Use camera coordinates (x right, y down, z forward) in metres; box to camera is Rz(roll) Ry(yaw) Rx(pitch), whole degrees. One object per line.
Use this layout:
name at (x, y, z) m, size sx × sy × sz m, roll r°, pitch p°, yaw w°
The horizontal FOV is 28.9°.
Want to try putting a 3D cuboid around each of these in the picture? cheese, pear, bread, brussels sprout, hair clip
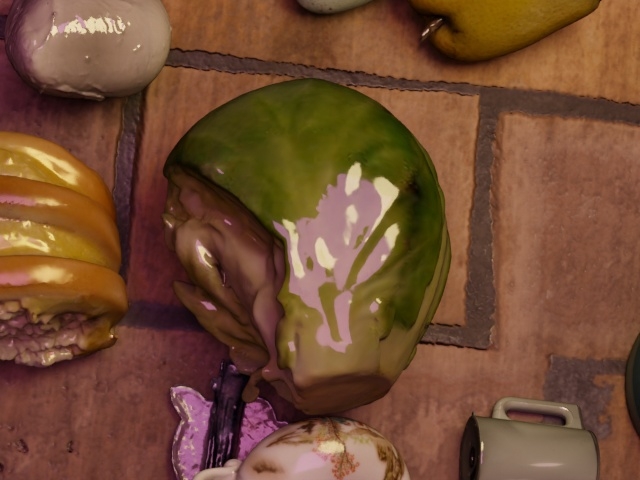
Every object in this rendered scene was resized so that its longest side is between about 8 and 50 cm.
cheese at (-0.275, -0.250, 1.480) m, size 0.189 × 0.198 × 0.154 m, roll 5°, pitch 112°, yaw -22°
pear at (0.197, -0.310, 1.549) m, size 0.267 × 0.267 × 0.178 m, roll 37°, pitch 104°, yaw 3°
bread at (-0.376, 0.011, 1.396) m, size 0.316 × 0.211 × 0.270 m, roll -3°, pitch 77°, yaw -9°
brussels sprout at (0.000, 0.000, 1.394) m, size 0.315 × 0.276 × 0.371 m, roll -16°, pitch 72°, yaw -18°
hair clip at (-0.107, 0.232, 1.459) m, size 0.146 × 0.056 × 0.187 m, roll 4°, pitch 86°, yaw -6°

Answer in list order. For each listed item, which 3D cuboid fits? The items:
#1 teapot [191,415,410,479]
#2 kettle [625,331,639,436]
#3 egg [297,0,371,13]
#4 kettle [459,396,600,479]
teapot at (-0.007, 0.295, 1.378) m, size 0.298 × 0.139 × 0.204 m, roll 9°, pitch 113°, yaw -18°
kettle at (0.498, 0.115, 1.392) m, size 0.247 × 0.342 × 0.319 m, roll -21°, pitch 80°, yaw -9°
egg at (0.034, -0.356, 1.568) m, size 0.164 × 0.131 × 0.131 m, roll -39°, pitch 83°, yaw 11°
kettle at (0.244, 0.255, 1.472) m, size 0.148 × 0.127 × 0.098 m, roll 5°, pitch 109°, yaw -7°
